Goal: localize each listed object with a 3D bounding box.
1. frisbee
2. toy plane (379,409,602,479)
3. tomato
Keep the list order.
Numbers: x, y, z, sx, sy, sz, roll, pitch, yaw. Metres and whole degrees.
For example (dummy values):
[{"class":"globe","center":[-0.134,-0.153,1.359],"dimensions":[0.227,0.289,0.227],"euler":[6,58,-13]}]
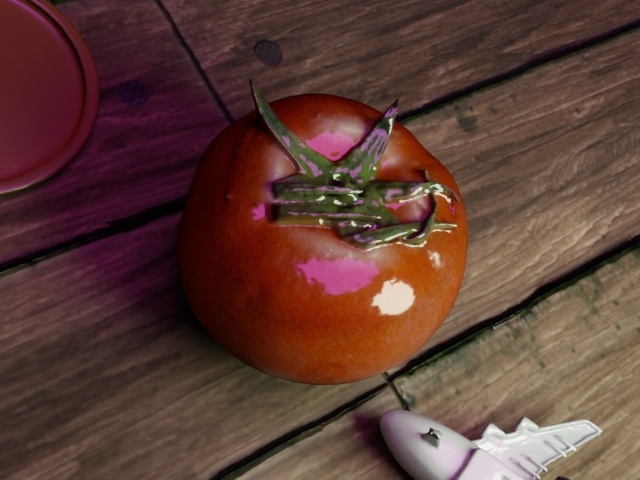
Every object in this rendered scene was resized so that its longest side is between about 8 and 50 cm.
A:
[{"class":"frisbee","center":[-0.330,-0.148,0.944],"dimensions":[0.251,0.021,0.251],"euler":[11,60,-20]},{"class":"toy plane","center":[0.160,0.234,0.917],"dimensions":[0.255,0.101,0.251],"euler":[40,67,-1]},{"class":"tomato","center":[0.000,0.000,0.892],"dimensions":[0.256,0.224,0.256],"euler":[8,62,-15]}]
